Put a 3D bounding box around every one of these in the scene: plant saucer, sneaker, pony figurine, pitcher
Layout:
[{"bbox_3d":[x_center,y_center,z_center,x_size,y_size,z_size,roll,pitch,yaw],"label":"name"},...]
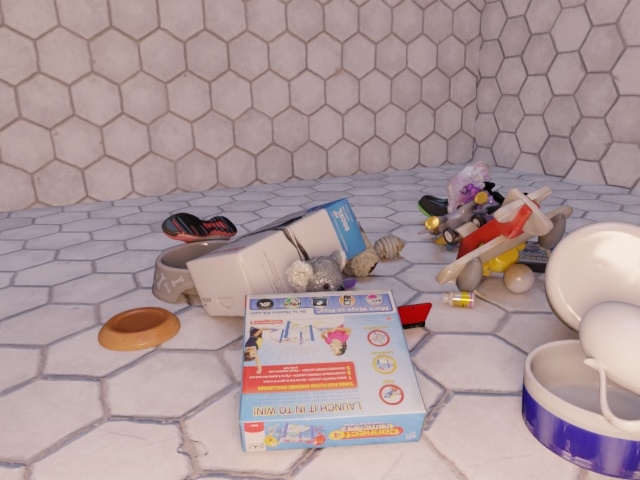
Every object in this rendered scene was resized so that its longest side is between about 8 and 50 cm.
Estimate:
[{"bbox_3d":[-0.459,0.216,1.289,0.199,0.037,0.200,-1,16,0],"label":"plant saucer"},{"bbox_3d":[-0.431,-0.008,1.789,0.116,0.136,0.313,49,25,25],"label":"sneaker"},{"bbox_3d":[0.645,-0.153,2.128,0.482,0.202,0.185,9,19,30],"label":"sneaker"},{"bbox_3d":[0.522,-0.097,1.852,0.350,0.303,0.363,-28,-1,7],"label":"pony figurine"},{"bbox_3d":[0.482,0.194,0.793,0.177,0.126,0.207,-18,30,-3],"label":"pitcher"}]

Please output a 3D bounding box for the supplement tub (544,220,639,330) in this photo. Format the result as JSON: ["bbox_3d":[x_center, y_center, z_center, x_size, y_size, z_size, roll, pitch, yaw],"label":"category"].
[{"bbox_3d":[0.613,0.097,1.100,0.235,0.236,0.325,6,-7,24],"label":"supplement tub"}]

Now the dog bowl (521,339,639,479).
[{"bbox_3d":[0.489,0.277,0.876,0.264,0.104,0.265,-2,17,1],"label":"dog bowl"}]

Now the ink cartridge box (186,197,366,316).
[{"bbox_3d":[-0.117,0.044,1.387,0.394,0.166,0.285,-29,12,-39],"label":"ink cartridge box"}]

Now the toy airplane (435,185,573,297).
[{"bbox_3d":[0.540,0.017,1.455,0.386,0.273,0.384,-30,-10,25],"label":"toy airplane"}]

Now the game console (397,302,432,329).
[{"bbox_3d":[0.188,0.178,1.270,0.143,0.085,0.124,-5,17,-13],"label":"game console"}]

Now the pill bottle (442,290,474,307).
[{"bbox_3d":[0.376,0.159,1.386,0.083,0.044,0.043,3,17,16],"label":"pill bottle"}]

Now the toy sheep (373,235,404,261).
[{"bbox_3d":[0.231,0.027,1.778,0.132,0.091,0.091,-12,19,-14],"label":"toy sheep"}]

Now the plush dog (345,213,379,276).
[{"bbox_3d":[0.043,0.027,1.670,0.225,0.211,0.262,-29,16,2],"label":"plush dog"}]

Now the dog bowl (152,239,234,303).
[{"bbox_3d":[-0.353,0.088,1.597,0.348,0.102,0.349,-1,17,0],"label":"dog bowl"}]

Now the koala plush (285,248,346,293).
[{"bbox_3d":[-0.002,0.135,1.192,0.196,0.222,0.203,-16,22,-38],"label":"koala plush"}]

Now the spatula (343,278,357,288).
[{"bbox_3d":[-0.035,0.130,1.545,0.296,0.030,0.084,3,16,16],"label":"spatula"}]

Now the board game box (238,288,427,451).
[{"bbox_3d":[0.009,0.226,0.950,0.308,0.086,0.302,-1,36,-4],"label":"board game box"}]

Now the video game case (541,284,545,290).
[{"bbox_3d":[0.743,0.143,1.448,0.143,0.019,0.157,-11,19,-27],"label":"video game case"}]

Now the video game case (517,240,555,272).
[{"bbox_3d":[0.727,0.051,1.730,0.274,0.035,0.248,4,17,20],"label":"video game case"}]
